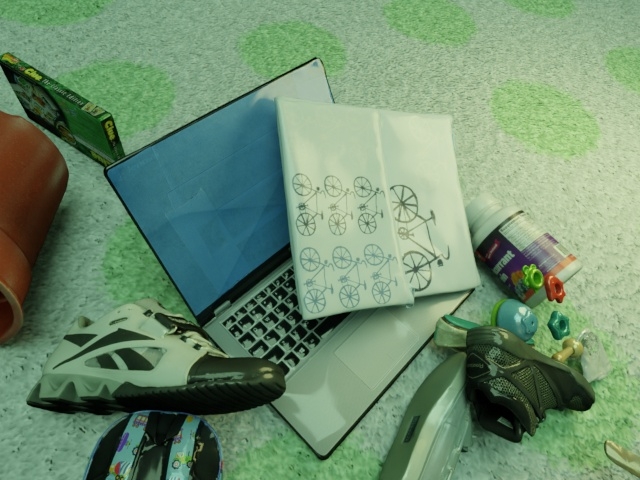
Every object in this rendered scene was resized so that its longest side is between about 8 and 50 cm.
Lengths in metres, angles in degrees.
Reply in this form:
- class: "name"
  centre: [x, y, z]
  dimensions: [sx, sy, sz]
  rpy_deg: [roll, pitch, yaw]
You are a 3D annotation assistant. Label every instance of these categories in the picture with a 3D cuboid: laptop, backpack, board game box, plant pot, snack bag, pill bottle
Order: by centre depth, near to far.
- class: "backpack"
  centre: [-0.183, 0.286, 0.489]
  dimensions: [0.158, 0.117, 0.174]
  rpy_deg: [5, 59, -2]
- class: "plant pot"
  centre: [-0.500, -0.037, 0.604]
  dimensions: [0.272, 0.273, 0.265]
  rpy_deg: [4, 48, -4]
- class: "laptop"
  centre: [0.000, 0.000, 0.642]
  dimensions: [0.408, 0.236, 0.382]
  rpy_deg: [41, 61, 20]
- class: "snack bag"
  centre: [0.104, -0.058, 0.675]
  dimensions: [0.342, 0.037, 0.324]
  rpy_deg: [-2, 79, -27]
- class: "pill bottle"
  centre: [0.328, 0.010, 0.753]
  dimensions: [0.108, 0.108, 0.194]
  rpy_deg: [-28, 63, -23]
- class: "board game box"
  centre: [-0.462, -0.226, 0.800]
  dimensions: [0.259, 0.136, 0.030]
  rpy_deg: [31, 54, 13]

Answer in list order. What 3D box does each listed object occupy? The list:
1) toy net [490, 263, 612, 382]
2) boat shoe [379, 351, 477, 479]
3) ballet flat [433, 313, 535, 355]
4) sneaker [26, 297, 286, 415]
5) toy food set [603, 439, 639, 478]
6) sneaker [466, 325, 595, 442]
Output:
- class: "toy net"
  centre: [0.357, 0.133, 0.667]
  dimensions: [0.232, 0.045, 0.122]
  rpy_deg: [31, 68, -22]
- class: "boat shoe"
  centre: [0.161, 0.257, 0.592]
  dimensions: [0.081, 0.079, 0.227]
  rpy_deg: [43, 56, -3]
- class: "ballet flat"
  centre: [0.248, 0.155, 0.679]
  dimensions: [0.168, 0.053, 0.057]
  rpy_deg: [16, 12, -12]
- class: "sneaker"
  centre: [-0.198, 0.134, 0.544]
  dimensions: [0.330, 0.122, 0.147]
  rpy_deg: [-4, 57, 15]
- class: "toy food set"
  centre: [0.374, 0.377, 0.527]
  dimensions: [0.128, 0.071, 0.218]
  rpy_deg: [21, 60, 18]
- class: "sneaker"
  centre: [0.282, 0.216, 0.599]
  dimensions: [0.227, 0.087, 0.131]
  rpy_deg: [29, 64, -23]
